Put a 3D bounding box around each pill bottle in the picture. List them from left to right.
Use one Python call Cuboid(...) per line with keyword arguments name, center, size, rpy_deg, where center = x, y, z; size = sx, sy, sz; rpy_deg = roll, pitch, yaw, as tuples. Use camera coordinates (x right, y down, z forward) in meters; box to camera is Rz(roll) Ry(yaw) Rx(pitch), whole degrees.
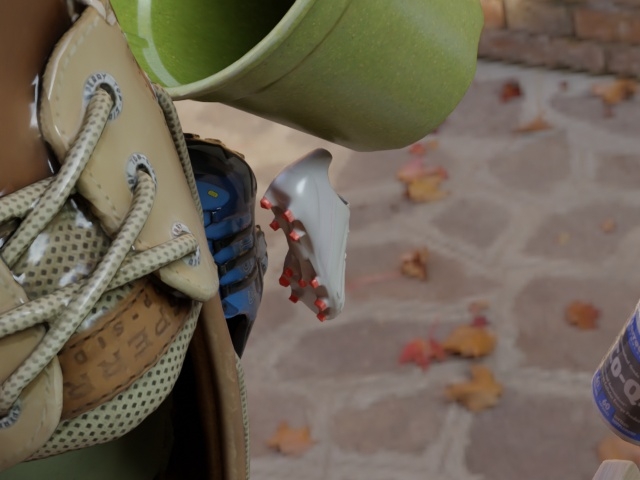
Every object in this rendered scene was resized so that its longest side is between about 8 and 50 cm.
Cuboid(name="pill bottle", center=(0.236, 0.073, 1.111), size=(0.078, 0.137, 0.078), rpy_deg=(7, 52, -9))

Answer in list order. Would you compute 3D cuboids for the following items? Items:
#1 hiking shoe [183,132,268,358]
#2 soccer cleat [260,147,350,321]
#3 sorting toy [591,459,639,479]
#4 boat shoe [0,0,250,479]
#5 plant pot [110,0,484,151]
Cuboid(name="hiking shoe", center=(-0.105, 0.010, 1.526), size=(0.113, 0.304, 0.132), rpy_deg=(-5, 62, 12))
Cuboid(name="soccer cleat", center=(0.000, 0.000, 1.493), size=(0.068, 0.196, 0.076), rpy_deg=(32, 64, 30))
Cuboid(name="sorting toy", center=(0.180, 0.336, 1.234), size=(0.089, 0.255, 0.257), rpy_deg=(0, 39, 38))
Cuboid(name="boat shoe", center=(-0.075, -0.004, 0.408), size=(0.122, 0.324, 0.120), rpy_deg=(-41, 57, -20))
Cuboid(name="plant pot", center=(-0.007, -0.196, 1.358), size=(0.276, 0.254, 0.276), rpy_deg=(-18, 61, 35))
